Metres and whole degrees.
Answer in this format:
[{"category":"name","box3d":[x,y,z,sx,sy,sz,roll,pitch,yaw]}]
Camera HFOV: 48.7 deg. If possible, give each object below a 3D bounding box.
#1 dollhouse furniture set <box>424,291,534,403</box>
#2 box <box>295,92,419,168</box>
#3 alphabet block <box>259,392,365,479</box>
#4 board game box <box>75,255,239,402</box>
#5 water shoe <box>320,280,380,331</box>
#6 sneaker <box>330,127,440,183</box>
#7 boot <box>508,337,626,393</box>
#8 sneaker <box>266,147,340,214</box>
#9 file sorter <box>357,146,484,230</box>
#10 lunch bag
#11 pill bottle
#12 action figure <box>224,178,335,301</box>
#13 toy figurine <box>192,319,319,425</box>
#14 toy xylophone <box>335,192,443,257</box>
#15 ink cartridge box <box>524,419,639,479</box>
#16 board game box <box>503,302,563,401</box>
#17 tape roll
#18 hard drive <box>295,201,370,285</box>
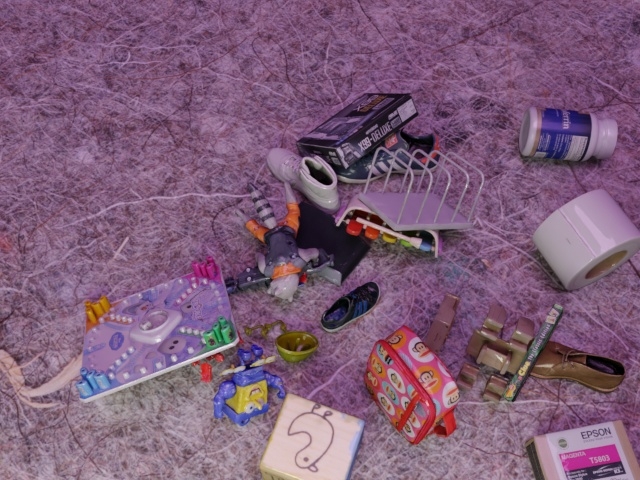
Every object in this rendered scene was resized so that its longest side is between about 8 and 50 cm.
[{"category":"dollhouse furniture set","box3d":[0.406,0.254,1.824,0.242,0.212,0.161,23,26,12]},{"category":"box","box3d":[0.109,-0.339,2.145,0.307,0.077,0.242,-38,28,-19]},{"category":"alphabet block","box3d":[-0.016,0.501,1.677,0.197,0.193,0.192,17,60,9]},{"category":"board game box","box3d":[-0.421,0.204,1.789,0.389,0.050,0.390,-21,30,-5]},{"category":"water shoe","box3d":[0.089,0.175,1.925,0.203,0.080,0.073,-38,68,-20]},{"category":"sneaker","box3d":[0.193,-0.269,2.139,0.350,0.148,0.131,-8,61,-5]},{"category":"boot","box3d":[0.635,0.307,1.836,0.305,0.115,0.112,14,66,10]},{"category":"sneaker","box3d":[-0.052,-0.218,2.098,0.292,0.169,0.108,39,69,21]},{"category":"file sorter","box3d":[0.288,-0.149,1.967,0.277,0.173,0.193,-2,32,-33]},{"category":"lunch bag","box3d":[0.226,0.365,1.700,0.120,0.293,0.258,-29,64,-21]},{"category":"pill bottle","box3d":[0.758,-0.323,2.171,0.264,0.153,0.153,6,61,2]},{"category":"action figure","box3d":[-0.154,0.024,1.926,0.341,0.178,0.330,-23,62,3]},{"category":"toy figurine","box3d":[-0.182,0.358,1.801,0.191,0.217,0.362,18,19,41]},{"category":"toy xylophone","box3d":[0.195,-0.040,1.988,0.322,0.081,0.236,21,26,12]},{"category":"ink cartridge box","box3d":[0.642,0.554,1.711,0.234,0.088,0.193,-10,62,-5]},{"category":"board game box","box3d":[0.531,0.283,1.762,0.030,0.136,0.260,29,86,24]},{"category":"tape roll","box3d":[0.731,0.001,1.935,0.246,0.246,0.169,-23,64,-13]},{"category":"hard drive","box3d":[0.000,0.000,2.038,0.254,0.054,0.172,34,66,17]}]
